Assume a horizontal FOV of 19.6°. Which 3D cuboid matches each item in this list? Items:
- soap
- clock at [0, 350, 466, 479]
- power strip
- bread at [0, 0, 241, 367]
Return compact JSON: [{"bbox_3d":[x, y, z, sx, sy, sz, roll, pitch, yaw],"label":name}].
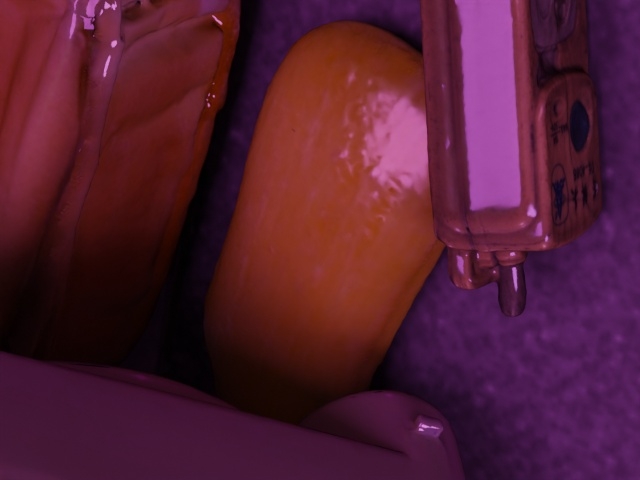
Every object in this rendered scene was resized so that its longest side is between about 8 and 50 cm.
[{"bbox_3d":[0.000,0.000,0.685,0.089,0.033,0.168,39,120,24],"label":"soap"},{"bbox_3d":[-0.118,0.159,0.672,0.309,0.284,0.114,-55,31,36],"label":"clock"},{"bbox_3d":[0.059,-0.121,0.595,0.044,0.064,0.305,3,104,27],"label":"power strip"},{"bbox_3d":[-0.118,-0.037,0.709,0.136,0.107,0.241,34,118,25],"label":"bread"}]
